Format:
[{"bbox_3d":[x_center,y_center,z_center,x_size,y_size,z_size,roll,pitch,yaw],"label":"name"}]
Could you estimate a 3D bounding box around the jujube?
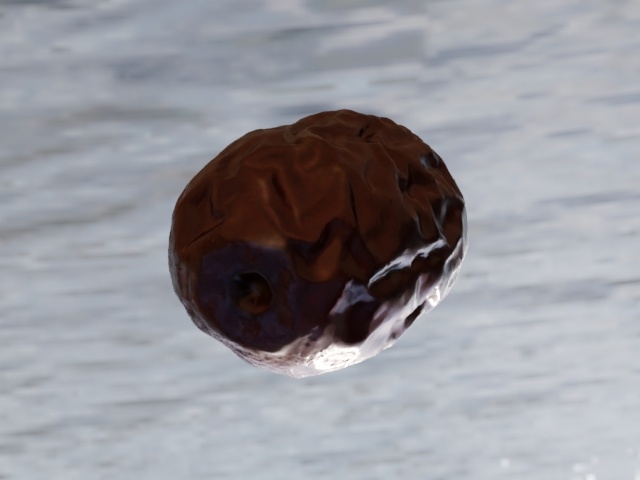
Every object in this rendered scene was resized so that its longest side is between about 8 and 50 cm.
[{"bbox_3d":[0.000,0.000,1.291,0.174,0.174,0.250,-13,-169,29],"label":"jujube"}]
